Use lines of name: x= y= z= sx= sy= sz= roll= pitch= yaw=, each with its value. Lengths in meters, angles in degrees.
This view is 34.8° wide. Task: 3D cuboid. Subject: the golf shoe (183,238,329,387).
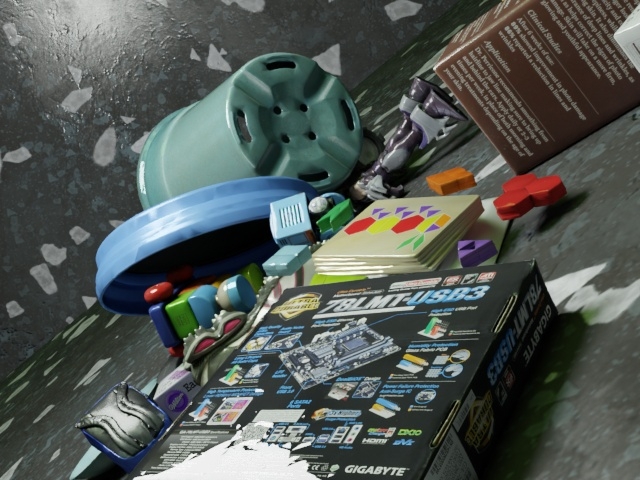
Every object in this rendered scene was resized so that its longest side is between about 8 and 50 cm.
golf shoe: x=-0.047 y=0.106 z=1.319 sx=0.273 sy=0.120 sz=0.105 roll=-40 pitch=-14 yaw=-12

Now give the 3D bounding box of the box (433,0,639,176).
box: x=0.351 y=-0.267 z=1.264 sx=0.381 sy=0.191 sz=0.143 roll=-32 pitch=14 yaw=33

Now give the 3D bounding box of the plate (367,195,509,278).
plate: x=0.092 y=0.060 z=1.215 sx=0.277 sy=0.045 sz=0.278 roll=-33 pitch=13 yaw=33

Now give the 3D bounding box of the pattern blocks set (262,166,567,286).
pattern blocks set: x=0.093 y=-0.006 z=1.189 sx=0.285 sy=0.026 sz=0.325 roll=-36 pitch=24 yaw=-28

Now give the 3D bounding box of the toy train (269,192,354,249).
toy train: x=0.000 y=0.000 z=1.429 sx=0.105 sy=0.184 sz=0.080 roll=-14 pitch=58 yaw=10

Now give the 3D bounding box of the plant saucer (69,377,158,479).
plant saucer: x=-0.298 y=0.293 z=1.535 sx=0.195 sy=0.037 sz=0.195 roll=-46 pitch=7 yaw=7

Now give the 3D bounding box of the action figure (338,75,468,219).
action figure: x=0.120 y=-0.134 z=1.728 sx=0.285 sy=0.099 sz=0.185 roll=-51 pitch=14 yaw=19

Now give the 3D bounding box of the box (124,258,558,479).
box: x=0.023 y=0.137 z=0.893 sx=0.296 sy=0.073 sz=0.293 roll=-8 pitch=28 yaw=36

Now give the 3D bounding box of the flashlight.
flashlight: x=0.015 y=-0.136 z=2.051 sx=0.103 sy=0.103 sz=0.304 roll=-16 pitch=-4 yaw=-33

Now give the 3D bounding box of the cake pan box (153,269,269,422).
cake pan box: x=-0.125 y=0.143 z=1.525 sx=0.267 sy=0.070 sz=0.245 roll=-39 pitch=10 yaw=9

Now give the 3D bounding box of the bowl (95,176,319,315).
bowl: x=-0.166 y=0.011 z=1.611 sx=0.391 sy=0.077 sz=0.391 roll=-18 pitch=-16 yaw=-5

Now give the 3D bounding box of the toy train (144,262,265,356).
toy train: x=-0.144 y=0.071 z=1.494 sx=0.143 sy=0.105 sz=0.248 roll=-20 pitch=10 yaw=17

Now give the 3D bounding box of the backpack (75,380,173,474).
backpack: x=-0.248 y=0.264 z=1.386 sx=0.120 sy=0.101 sz=0.098 roll=22 pitch=62 yaw=40

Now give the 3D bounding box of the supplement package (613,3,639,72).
supplement package: x=0.430 y=-0.216 z=0.955 sx=0.134 sy=0.139 sz=0.244 roll=-47 pitch=15 yaw=-29

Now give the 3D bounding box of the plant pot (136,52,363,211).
plant pot: x=-0.110 y=-0.148 z=1.809 sx=0.341 sy=0.341 sz=0.334 roll=-47 pitch=9 yaw=-31

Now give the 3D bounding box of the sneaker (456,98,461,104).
sneaker: x=0.304 y=-0.288 z=1.761 sx=0.069 sy=0.082 sz=0.209 roll=-46 pitch=14 yaw=-34
